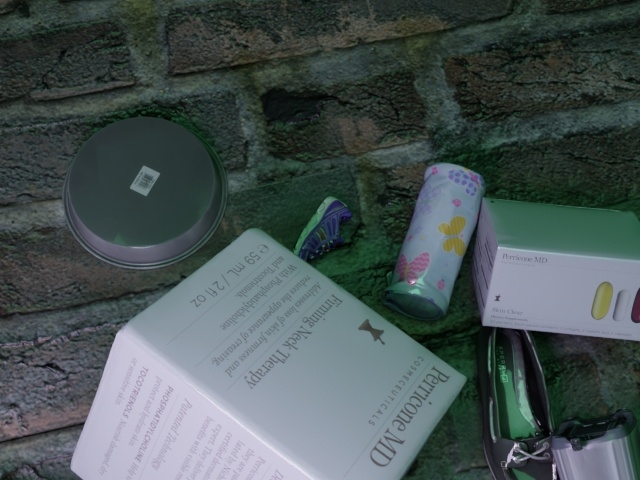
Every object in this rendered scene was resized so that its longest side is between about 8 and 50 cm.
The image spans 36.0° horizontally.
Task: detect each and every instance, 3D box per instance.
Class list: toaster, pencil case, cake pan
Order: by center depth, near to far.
[{"bbox_3d":[0.431,0.349,1.502,0.129,0.227,0.146,-15,85,20],"label":"toaster"},{"bbox_3d":[0.195,0.002,1.684,0.113,0.124,0.273,30,69,-21],"label":"pencil case"},{"bbox_3d":[-0.311,-0.095,1.732,0.293,0.054,0.293,1,69,-2],"label":"cake pan"}]

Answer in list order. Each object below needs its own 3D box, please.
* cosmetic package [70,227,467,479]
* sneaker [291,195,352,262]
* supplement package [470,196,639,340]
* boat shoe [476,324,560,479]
[{"bbox_3d":[-0.075,0.262,1.401,0.394,0.327,0.329,35,38,10],"label":"cosmetic package"},{"bbox_3d":[0.000,0.000,1.703,0.071,0.068,0.170,32,70,4],"label":"sneaker"},{"bbox_3d":[0.393,0.042,1.608,0.262,0.145,0.204,5,25,0],"label":"supplement package"},{"bbox_3d":[0.317,0.277,1.591,0.112,0.095,0.335,-7,69,-5],"label":"boat shoe"}]
